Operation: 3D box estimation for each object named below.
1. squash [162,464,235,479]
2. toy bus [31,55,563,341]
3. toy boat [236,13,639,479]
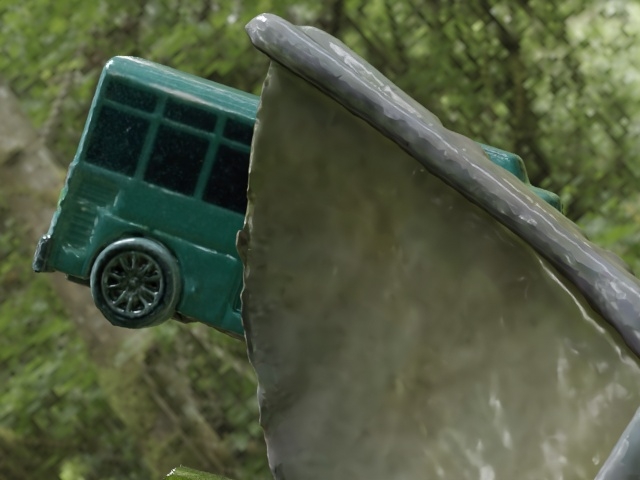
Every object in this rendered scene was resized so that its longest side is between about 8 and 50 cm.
[{"bbox_3d":[-0.016,0.165,0.765,0.132,0.105,0.105,1,4,14],"label":"squash"},{"bbox_3d":[0.000,0.000,0.801,0.128,0.256,0.147,-2,-70,-79],"label":"toy bus"},{"bbox_3d":[0.078,0.076,0.606,0.111,0.293,0.276,-6,-68,-47],"label":"toy boat"}]
